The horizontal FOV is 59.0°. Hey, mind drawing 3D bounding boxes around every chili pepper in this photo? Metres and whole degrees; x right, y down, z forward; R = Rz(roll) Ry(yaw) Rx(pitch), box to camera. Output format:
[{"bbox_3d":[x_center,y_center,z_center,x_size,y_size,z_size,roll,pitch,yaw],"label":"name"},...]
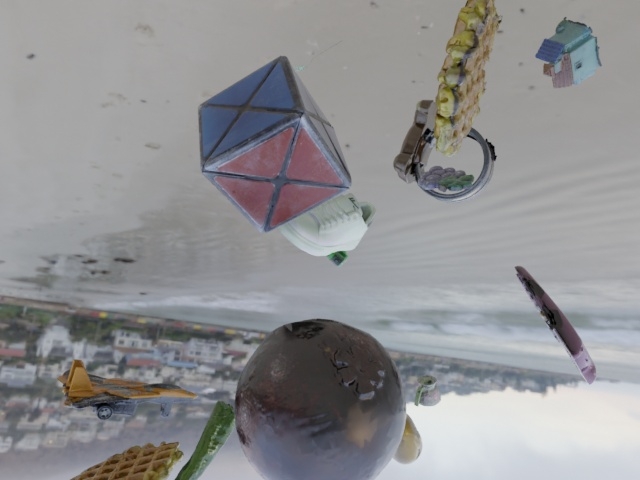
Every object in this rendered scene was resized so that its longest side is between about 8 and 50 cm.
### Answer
[{"bbox_3d":[-0.331,0.614,1.547,0.085,0.359,0.076,25,150,4],"label":"chili pepper"}]

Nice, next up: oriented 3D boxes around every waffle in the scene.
[{"bbox_3d":[0.272,-0.307,1.057,0.058,0.281,0.301,19,151,20],"label":"waffle"},{"bbox_3d":[-0.395,0.472,1.115,0.243,0.058,0.238,-13,-175,38],"label":"waffle"}]

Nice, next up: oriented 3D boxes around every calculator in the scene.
[{"bbox_3d":[0.531,0.176,1.291,0.043,0.294,0.194,-34,130,13],"label":"calculator"}]

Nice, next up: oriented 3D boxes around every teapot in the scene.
[{"bbox_3d":[0.264,0.380,1.422,0.083,0.064,0.064,-21,-159,-41],"label":"teapot"}]

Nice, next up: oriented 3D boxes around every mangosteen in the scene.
[{"bbox_3d":[-0.008,0.277,0.948,0.297,0.297,0.293,14,154,-32],"label":"mangosteen"}]

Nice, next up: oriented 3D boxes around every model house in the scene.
[{"bbox_3d":[0.605,-0.453,1.429,0.119,0.149,0.148,48,170,49],"label":"model house"}]

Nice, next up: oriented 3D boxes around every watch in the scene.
[{"bbox_3d":[0.474,-0.315,2.081,0.327,0.335,0.314,21,-174,20],"label":"watch"}]

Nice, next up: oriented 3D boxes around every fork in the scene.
[{"bbox_3d":[-0.008,-0.573,1.765,0.235,0.021,0.039,-36,-167,-25],"label":"fork"}]

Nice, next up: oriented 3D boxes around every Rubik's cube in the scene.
[{"bbox_3d":[-0.104,-0.216,1.291,0.259,0.260,0.255,-24,137,14],"label":"Rubik's cube"}]

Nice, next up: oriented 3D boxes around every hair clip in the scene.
[{"bbox_3d":[0.321,-0.150,1.478,0.124,0.052,0.195,-26,-157,-16],"label":"hair clip"}]

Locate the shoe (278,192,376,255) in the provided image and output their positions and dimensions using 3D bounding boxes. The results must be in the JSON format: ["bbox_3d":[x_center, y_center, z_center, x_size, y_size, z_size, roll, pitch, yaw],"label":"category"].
[{"bbox_3d":[0.037,-0.057,1.583,0.132,0.160,0.363,47,-157,25],"label":"shoe"}]

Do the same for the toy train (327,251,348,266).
[{"bbox_3d":[0.000,0.000,2.060,0.251,0.085,0.119,41,-157,-7],"label":"toy train"}]

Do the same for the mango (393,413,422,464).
[{"bbox_3d":[0.213,0.513,1.491,0.098,0.137,0.195,-22,149,-7],"label":"mango"}]

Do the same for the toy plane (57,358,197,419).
[{"bbox_3d":[-0.448,0.370,1.338,0.316,0.103,0.204,23,177,-31],"label":"toy plane"}]
